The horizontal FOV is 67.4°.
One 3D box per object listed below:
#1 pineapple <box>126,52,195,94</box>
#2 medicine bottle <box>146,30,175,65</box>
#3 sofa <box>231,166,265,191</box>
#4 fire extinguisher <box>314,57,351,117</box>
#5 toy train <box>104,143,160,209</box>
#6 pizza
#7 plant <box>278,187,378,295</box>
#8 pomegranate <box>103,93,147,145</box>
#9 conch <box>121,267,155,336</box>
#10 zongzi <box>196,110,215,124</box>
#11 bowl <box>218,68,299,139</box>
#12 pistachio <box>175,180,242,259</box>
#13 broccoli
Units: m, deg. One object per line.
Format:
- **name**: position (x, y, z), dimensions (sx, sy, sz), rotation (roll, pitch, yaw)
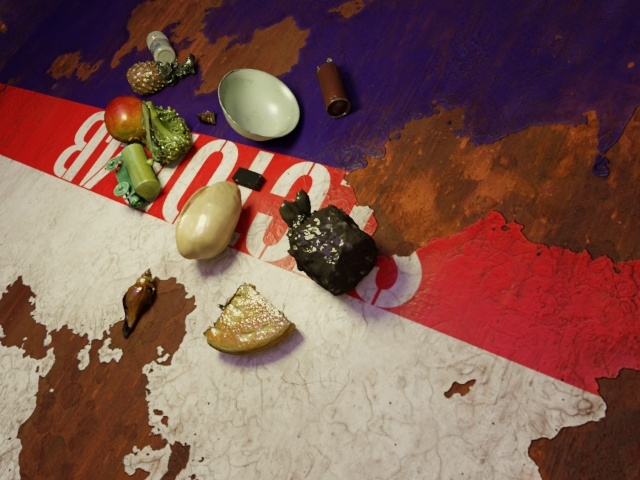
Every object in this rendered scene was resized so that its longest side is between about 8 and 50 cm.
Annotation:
- **pineapple**: position (-0.718, -0.776, 2.200), dimensions (0.310, 0.141, 0.170), rotation (-17, 33, 5)
- **medicine bottle**: position (-0.768, -0.923, 2.311), dimensions (0.105, 0.105, 0.168), rotation (-33, 56, 2)
- **sofa**: position (-0.263, -0.225, 1.759), dimensions (0.118, 0.039, 0.060), rotation (21, 74, 30)
- **fire extinguisher**: position (0.039, -0.581, 1.801), dimensions (0.105, 0.105, 0.268), rotation (-20, 57, 11)
- **toy train**: position (-0.740, -0.256, 1.929), dimensions (0.190, 0.126, 0.307), rotation (-30, 54, -5)
- **pizza**: position (-0.215, 0.233, 1.459), dimensions (0.290, 0.081, 0.228), rotation (-16, 64, 13)
- **plant**: position (0.000, 0.000, 1.419), dimensions (0.312, 0.215, 0.213), rotation (37, 77, 28)
- **pomegranate**: position (-0.806, -0.498, 2.043), dimensions (0.210, 0.210, 0.235), rotation (-18, 96, 13)
- **conch**: position (-0.638, 0.206, 1.651), dimensions (0.086, 0.080, 0.232), rotation (25, 75, 39)
- **zongzi**: position (-0.482, -0.509, 1.986), dimensions (0.083, 0.073, 0.067), rotation (-8, 79, 19)
- **bowl**: position (-0.249, -0.479, 1.807), dimensions (0.146, 0.314, 0.313), rotation (136, 142, -53)
- **pistachio**: position (-0.383, -0.065, 1.634), dimensions (0.188, 0.187, 0.299), rotation (6, 64, 25)
- **broccoli**: position (-0.606, -0.446, 1.919), dimensions (0.180, 0.273, 0.242), rotation (-18, 52, -28)
